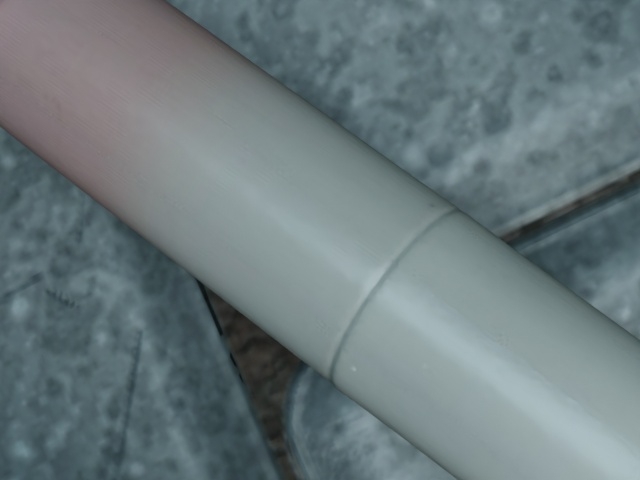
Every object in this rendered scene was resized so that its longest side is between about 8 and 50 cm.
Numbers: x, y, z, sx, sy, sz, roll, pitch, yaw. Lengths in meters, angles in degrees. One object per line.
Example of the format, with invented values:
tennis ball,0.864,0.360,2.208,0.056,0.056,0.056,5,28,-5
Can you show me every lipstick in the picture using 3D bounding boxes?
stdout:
lipstick,0.000,0.000,0.732,0.327,0.087,0.087,37,91,16
